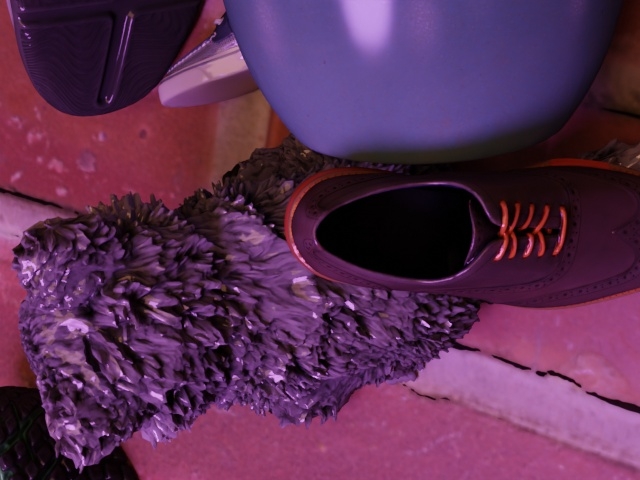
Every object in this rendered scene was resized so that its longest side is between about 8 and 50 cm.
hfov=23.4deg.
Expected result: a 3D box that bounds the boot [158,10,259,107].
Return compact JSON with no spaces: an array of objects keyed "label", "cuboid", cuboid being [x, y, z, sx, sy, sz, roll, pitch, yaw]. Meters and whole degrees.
[{"label":"boot","cuboid":[-0.049,-0.170,1.183,0.190,0.069,0.086,-20,79,23]}]

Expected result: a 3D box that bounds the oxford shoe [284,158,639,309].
[{"label":"oxford shoe","cuboid":[0.116,0.001,0.941,0.271,0.098,0.096,-2,95,-5]}]

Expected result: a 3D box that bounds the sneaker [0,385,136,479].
[{"label":"sneaker","cuboid":[-0.221,0.285,1.297,0.146,0.134,0.343,-27,83,31]}]

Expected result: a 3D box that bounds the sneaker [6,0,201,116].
[{"label":"sneaker","cuboid":[-0.206,-0.339,1.227,0.257,0.169,0.447,39,133,52]}]

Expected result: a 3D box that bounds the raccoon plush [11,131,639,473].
[{"label":"raccoon plush","cuboid":[0.000,0.000,1.033,0.446,0.299,0.216,-30,81,30]}]

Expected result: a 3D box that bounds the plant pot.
[{"label":"plant pot","cuboid":[0.065,-0.185,0.992,0.293,0.293,0.235,9,114,30]}]
